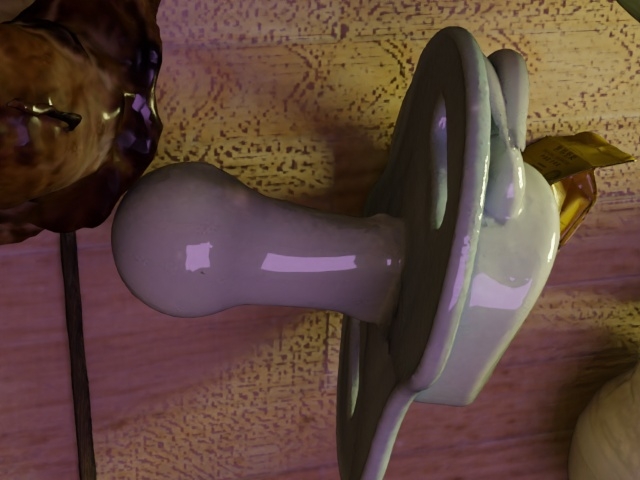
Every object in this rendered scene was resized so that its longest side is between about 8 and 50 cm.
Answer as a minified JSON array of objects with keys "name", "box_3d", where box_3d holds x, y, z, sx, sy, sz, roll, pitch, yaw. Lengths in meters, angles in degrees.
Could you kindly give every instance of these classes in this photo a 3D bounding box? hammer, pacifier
[{"name":"hammer","box_3d":[-0.151,0.041,0.798,0.058,0.029,0.292,-6,116,-14]},{"name":"pacifier","box_3d":[0.000,0.000,0.722,0.233,0.244,0.299,6,142,-11]}]

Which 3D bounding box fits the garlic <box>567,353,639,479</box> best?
[{"name":"garlic","box_3d":[0.271,0.192,0.916,0.184,0.203,0.281,-2,119,2]}]

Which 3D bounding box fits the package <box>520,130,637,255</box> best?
[{"name":"package","box_3d":[0.139,-0.023,0.844,0.047,0.071,0.131,35,100,-25]}]

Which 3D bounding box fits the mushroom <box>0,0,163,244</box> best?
[{"name":"mushroom","box_3d":[-0.278,-0.045,0.556,0.356,0.334,0.331,35,102,-12]}]

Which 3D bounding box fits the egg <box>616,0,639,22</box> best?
[{"name":"egg","box_3d":[0.313,-0.247,0.683,0.379,0.287,0.288,-28,119,-5]}]
